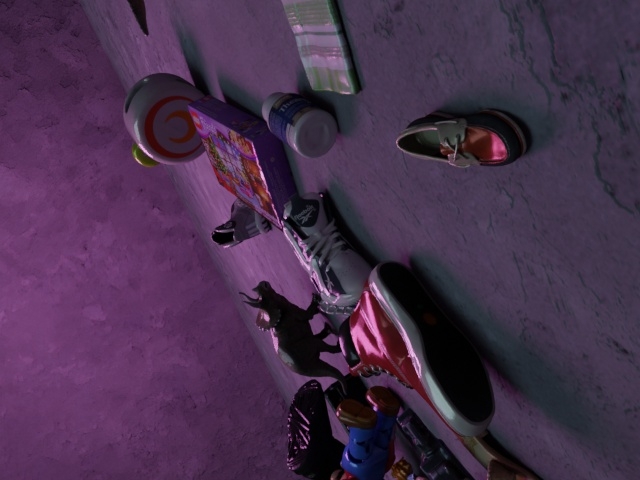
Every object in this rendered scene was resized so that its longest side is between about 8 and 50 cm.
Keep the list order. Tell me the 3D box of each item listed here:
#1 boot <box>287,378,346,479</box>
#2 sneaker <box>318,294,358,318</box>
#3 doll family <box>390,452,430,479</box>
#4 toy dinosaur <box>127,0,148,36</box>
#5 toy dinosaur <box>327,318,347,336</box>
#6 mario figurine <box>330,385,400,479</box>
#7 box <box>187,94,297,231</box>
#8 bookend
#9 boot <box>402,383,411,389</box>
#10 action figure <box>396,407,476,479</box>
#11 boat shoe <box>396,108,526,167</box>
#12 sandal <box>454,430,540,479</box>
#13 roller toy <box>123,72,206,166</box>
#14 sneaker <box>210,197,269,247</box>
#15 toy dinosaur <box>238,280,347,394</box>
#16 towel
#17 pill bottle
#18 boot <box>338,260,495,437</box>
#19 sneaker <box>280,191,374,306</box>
[{"bbox_3d":[0.020,0.477,1.352,0.207,0.094,0.247,44,-153,-26],"label":"boot"},{"bbox_3d":[0.085,0.112,0.923,0.083,0.071,0.190,25,177,-39],"label":"sneaker"},{"bbox_3d":[0.200,0.489,1.072,0.163,0.118,0.263,46,158,43],"label":"doll family"},{"bbox_3d":[-0.232,-0.422,0.707,0.127,0.296,0.200,25,-171,24],"label":"toy dinosaur"},{"bbox_3d":[0.062,0.187,1.177,0.090,0.047,0.082,27,150,0],"label":"toy dinosaur"},{"bbox_3d":[0.064,0.453,1.183,0.170,0.198,0.321,-108,22,-71],"label":"mario figurine"},{"bbox_3d":[-0.151,-0.159,1.144,0.293,0.057,0.201,35,150,48],"label":"box"},{"bbox_3d":[0.083,0.402,1.371,0.157,0.072,0.156,57,163,14],"label":"bookend"},{"bbox_3d":[0.141,0.203,0.913,0.099,0.045,0.121,82,161,-46],"label":"boot"},{"bbox_3d":[0.176,0.426,0.807,0.341,0.178,0.330,49,-167,15],"label":"action figure"},{"bbox_3d":[0.119,-0.087,0.504,0.137,0.043,0.049,30,143,59],"label":"boat shoe"},{"bbox_3d":[0.236,0.333,0.778,0.240,0.079,0.088,44,156,46],"label":"sandal"},{"bbox_3d":[-0.350,-0.285,1.341,0.146,0.209,0.191,42,142,50],"label":"roller toy"},{"bbox_3d":[-0.226,-0.042,1.466,0.228,0.132,0.086,23,139,65],"label":"sneaker"},{"bbox_3d":[-0.049,0.225,1.321,0.314,0.160,0.121,61,164,4],"label":"toy dinosaur"},{"bbox_3d":[-0.008,-0.243,0.667,0.113,0.023,0.152,34,149,59],"label":"towel"},{"bbox_3d":[-0.033,-0.164,0.794,0.120,0.067,0.067,43,156,47],"label":"pill bottle"},{"bbox_3d":[0.113,0.172,0.763,0.244,0.088,0.176,59,138,33],"label":"boot"},{"bbox_3d":[0.000,0.000,0.914,0.153,0.094,0.235,60,176,-29],"label":"sneaker"}]
